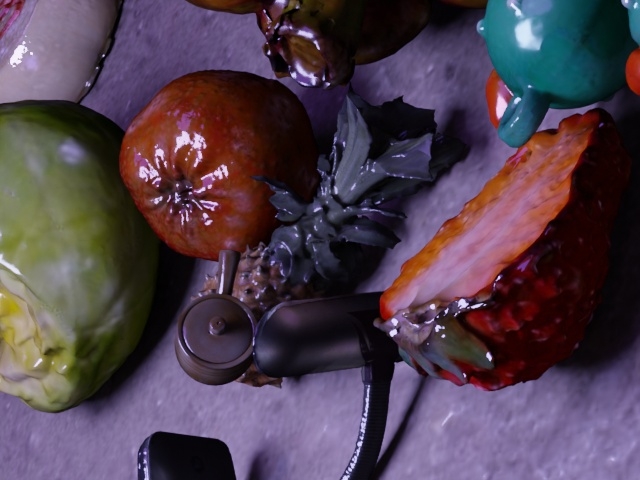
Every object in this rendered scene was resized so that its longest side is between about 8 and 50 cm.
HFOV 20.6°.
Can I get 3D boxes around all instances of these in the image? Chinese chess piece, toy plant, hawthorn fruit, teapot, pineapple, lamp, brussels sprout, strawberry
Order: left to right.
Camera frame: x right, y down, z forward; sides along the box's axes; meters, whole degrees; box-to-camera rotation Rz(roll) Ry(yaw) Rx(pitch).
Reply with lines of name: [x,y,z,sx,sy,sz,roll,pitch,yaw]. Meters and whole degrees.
brussels sprout: [-0.303,0.013,1.763,0.344,0.268,0.344,-33,49,48]
Chinese chess piece: [-0.359,-0.255,2.182,0.270,0.112,0.270,-35,41,37]
teapot: [-0.073,0.064,1.432,0.080,0.085,0.110,107,173,-64]
hawthorn fruit: [-0.077,-0.076,1.603,0.179,0.200,0.179,15,118,31]
lamp: [-0.051,0.155,1.376,0.283,0.203,0.124,-39,59,28]
pineapple: [0.000,0.000,1.480,0.277,0.119,0.130,-55,46,20]
strawberry: [0.158,0.018,1.267,0.236,0.111,0.190,-49,16,-21]
toy plant: [0.230,-0.244,1.252,0.400,0.185,0.279,-57,38,3]

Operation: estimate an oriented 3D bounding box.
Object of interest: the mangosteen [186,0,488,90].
mangosteen: [0.011,-0.356,1.480,0.381,0.381,0.421,-44,47,28]
